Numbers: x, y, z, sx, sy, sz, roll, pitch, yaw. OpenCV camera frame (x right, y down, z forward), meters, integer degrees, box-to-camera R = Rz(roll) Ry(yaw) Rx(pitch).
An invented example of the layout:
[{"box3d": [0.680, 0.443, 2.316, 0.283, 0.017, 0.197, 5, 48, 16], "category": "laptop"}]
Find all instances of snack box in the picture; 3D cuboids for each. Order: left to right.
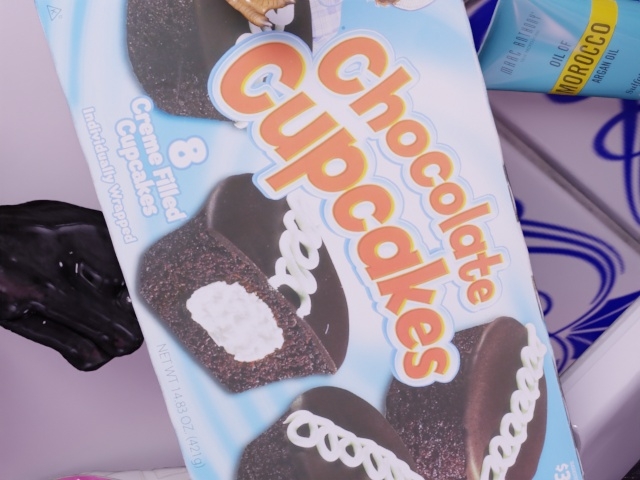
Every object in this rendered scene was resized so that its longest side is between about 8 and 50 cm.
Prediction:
[{"box3d": [0.000, 0.000, 0.705, 0.187, 0.060, 0.322, -17, 104, 0], "category": "snack box"}]

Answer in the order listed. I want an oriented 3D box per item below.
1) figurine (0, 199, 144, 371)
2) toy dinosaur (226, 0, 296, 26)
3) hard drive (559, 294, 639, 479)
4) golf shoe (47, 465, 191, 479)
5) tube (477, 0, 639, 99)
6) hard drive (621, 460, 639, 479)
[{"box3d": [-0.237, 0.033, 0.792, 0.215, 0.092, 0.209, -29, 150, 20], "category": "figurine"}, {"box3d": [-0.058, -0.145, 0.597, 0.211, 0.064, 0.112, -3, 137, 43], "category": "toy dinosaur"}, {"box3d": [0.243, 0.060, 0.962, 0.307, 0.040, 0.203, -41, 155, -22], "category": "hard drive"}, {"box3d": [-0.102, 0.225, 1.142, 0.306, 0.115, 0.140, -1, -176, 7], "category": "golf shoe"}, {"box3d": [0.185, -0.107, 0.828, 0.207, 0.052, 0.080, 3, 134, -18], "category": "tube"}, {"box3d": [0.169, 0.245, 1.322, 0.237, 0.064, 0.339, 6, 141, -38], "category": "hard drive"}]
